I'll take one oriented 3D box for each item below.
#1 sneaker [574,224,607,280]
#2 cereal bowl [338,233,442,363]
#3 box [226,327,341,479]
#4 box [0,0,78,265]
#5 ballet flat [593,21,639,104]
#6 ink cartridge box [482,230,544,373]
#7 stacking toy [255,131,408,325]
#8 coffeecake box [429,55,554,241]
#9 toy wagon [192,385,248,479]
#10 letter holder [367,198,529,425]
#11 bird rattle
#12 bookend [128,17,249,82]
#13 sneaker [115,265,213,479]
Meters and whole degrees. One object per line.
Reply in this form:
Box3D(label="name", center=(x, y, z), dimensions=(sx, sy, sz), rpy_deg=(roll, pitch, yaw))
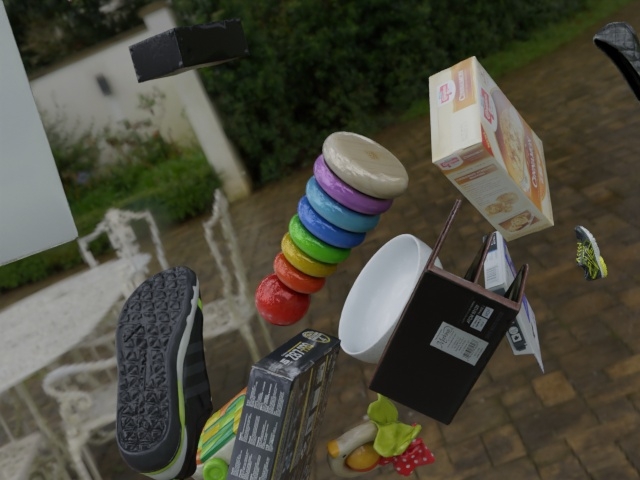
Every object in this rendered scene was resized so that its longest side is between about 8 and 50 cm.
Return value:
Box3D(label="sneaker", center=(0.375, 0.019, 1.311), dimensions=(0.035, 0.083, 0.031), rpy_deg=(-25, -3, 2))
Box3D(label="cereal bowl", center=(0.196, 0.161, 2.314), dimensions=(0.339, 0.141, 0.339), rpy_deg=(-50, 22, 28))
Box3D(label="box", center=(-0.081, 0.404, 1.867), dimensions=(0.097, 0.395, 0.318), rpy_deg=(16, 13, 14))
Box3D(label="box", center=(-0.370, -0.057, 0.672), dimensions=(0.345, 0.215, 0.168), rpy_deg=(-10, 10, 40))
Box3D(label="ballet flat", center=(0.394, -0.190, 1.152), dimensions=(0.049, 0.173, 0.057), rpy_deg=(-28, -4, -9))
Box3D(label="ink cartridge box", center=(0.359, 0.117, 1.741), dimensions=(0.045, 0.208, 0.206), rpy_deg=(-20, 23, 17))
Box3D(label="stacking toy", center=(0.000, 0.000, 1.436), dimensions=(0.330, 0.141, 0.141), rpy_deg=(-59, -6, 28))
Box3D(label="coffeecake box", center=(0.210, -0.110, 1.142), dimensions=(0.068, 0.185, 0.142), rpy_deg=(-22, 47, 30))
Box3D(label="toy wagon", center=(-0.162, 0.399, 2.099), dimensions=(0.344, 0.068, 0.267), rpy_deg=(-42, 12, 7))
Box3D(label="letter holder", center=(0.217, 0.113, 1.521), dimensions=(0.214, 0.152, 0.302), rpy_deg=(-61, -7, -47))
Box3D(label="bird rattle", center=(0.110, 0.408, 1.876), dimensions=(0.207, 0.143, 0.253), rpy_deg=(-23, -29, -4))
Box3D(label="bookend", center=(-0.245, -0.354, 1.732), dimensions=(0.157, 0.072, 0.156), rpy_deg=(-21, 11, -40))
Box3D(label="sneaker", center=(-0.154, 0.140, 0.937), dimensions=(0.084, 0.097, 0.235), rpy_deg=(-11, 52, 19))
